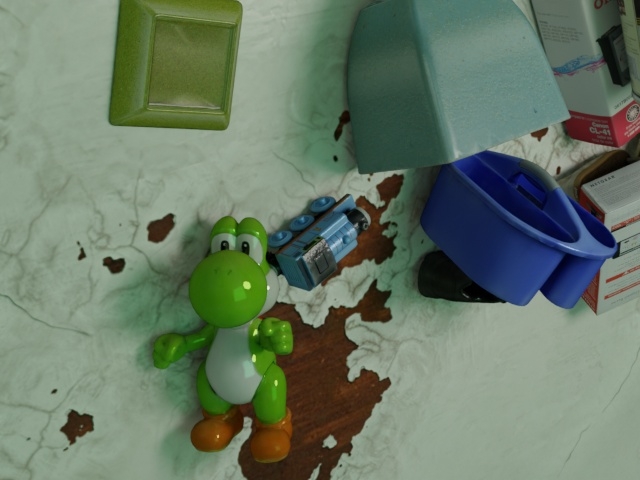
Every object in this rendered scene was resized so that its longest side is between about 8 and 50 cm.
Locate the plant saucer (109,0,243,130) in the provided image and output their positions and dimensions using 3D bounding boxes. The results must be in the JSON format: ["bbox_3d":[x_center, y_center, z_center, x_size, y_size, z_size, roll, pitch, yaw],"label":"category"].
[{"bbox_3d":[-0.188,-0.244,1.469,0.188,0.045,0.188,-2,106,-36],"label":"plant saucer"}]

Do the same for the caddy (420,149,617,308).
[{"bbox_3d":[0.323,-0.039,1.736,0.241,0.341,0.179,6,119,-38],"label":"caddy"}]

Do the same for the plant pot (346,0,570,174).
[{"bbox_3d":[0.183,-0.260,1.617,0.248,0.247,0.252,-21,99,-29],"label":"plant pot"}]

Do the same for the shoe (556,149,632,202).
[{"bbox_3d":[0.520,-0.123,2.011,0.219,0.058,0.076,-22,104,-42],"label":"shoe"}]

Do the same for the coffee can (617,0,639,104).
[{"bbox_3d":[0.583,-0.375,1.713,0.201,0.201,0.275,-32,120,-23],"label":"coffee can"}]

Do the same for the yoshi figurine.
[{"bbox_3d":[-0.130,0.151,1.557,0.204,0.203,0.362,-10,108,-26],"label":"yoshi figurine"}]

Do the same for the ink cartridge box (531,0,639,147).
[{"bbox_3d":[0.521,-0.353,1.886,0.226,0.131,0.306,-37,125,-20],"label":"ink cartridge box"}]

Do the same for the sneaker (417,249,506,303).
[{"bbox_3d":[0.312,0.065,1.880,0.286,0.130,0.109,-14,111,-33],"label":"sneaker"}]

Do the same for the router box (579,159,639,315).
[{"bbox_3d":[0.646,-0.038,2.000,0.335,0.082,0.301,-23,139,-10],"label":"router box"}]

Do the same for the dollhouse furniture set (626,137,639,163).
[{"bbox_3d":[0.673,-0.122,2.053,0.161,0.101,0.182,47,56,-36],"label":"dollhouse furniture set"}]

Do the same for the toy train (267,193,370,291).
[{"bbox_3d":[0.000,0.000,1.640,0.184,0.105,0.080,-39,125,-27],"label":"toy train"}]
